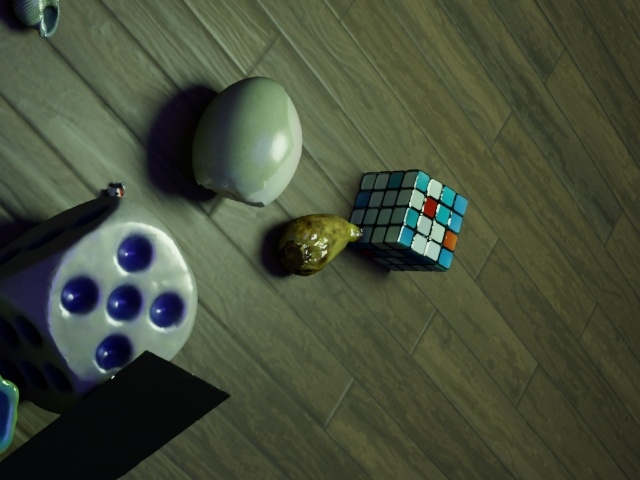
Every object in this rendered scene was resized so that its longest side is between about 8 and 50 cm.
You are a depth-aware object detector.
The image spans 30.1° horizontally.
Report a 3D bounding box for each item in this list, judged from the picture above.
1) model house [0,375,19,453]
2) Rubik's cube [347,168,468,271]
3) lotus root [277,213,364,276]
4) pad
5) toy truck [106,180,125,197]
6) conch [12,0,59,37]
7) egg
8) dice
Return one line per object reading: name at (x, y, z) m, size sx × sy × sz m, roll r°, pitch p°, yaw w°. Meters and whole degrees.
model house at (-0.564, 0.216, 1.576) m, size 0.303 × 0.237 × 0.215 m, roll 5°, pitch 88°, yaw -43°
Rubik's cube at (0.164, -0.036, 2.277) m, size 0.151 × 0.155 × 0.154 m, roll 29°, pitch 71°, yaw -38°
lotus root at (0.000, 0.000, 2.179) m, size 0.190 × 0.094 × 0.108 m, roll -24°, pitch 129°, yaw -48°
pad at (-0.329, 0.300, 1.732) m, size 0.367 × 0.007 × 0.247 m, roll -37°, pitch 148°, yaw 7°
toy truck at (-0.329, -0.054, 1.923) m, size 0.032 × 0.024 × 0.083 m, roll -2°, pitch 93°, yaw -64°
conch at (-0.434, -0.354, 1.810) m, size 0.076 × 0.056 × 0.085 m, roll -39°, pitch 137°, yaw -56°
egg at (-0.117, -0.172, 2.004) m, size 0.183 × 0.183 × 0.217 m, roll 25°, pitch 83°, yaw -39°
dice at (-0.348, 0.094, 1.751) m, size 0.251 × 0.259 × 0.243 m, roll -40°, pitch 114°, yaw -34°
